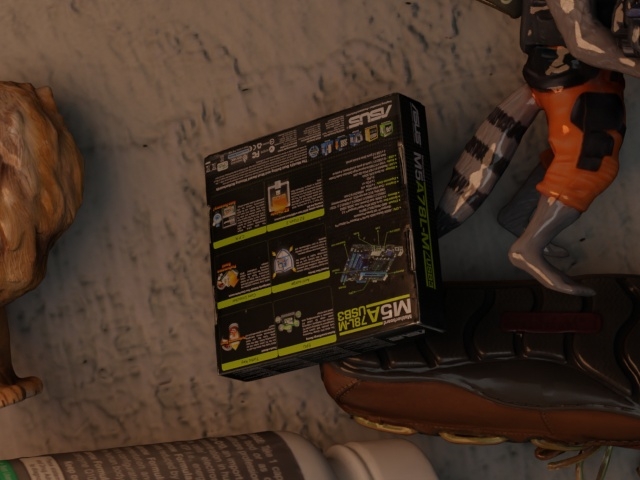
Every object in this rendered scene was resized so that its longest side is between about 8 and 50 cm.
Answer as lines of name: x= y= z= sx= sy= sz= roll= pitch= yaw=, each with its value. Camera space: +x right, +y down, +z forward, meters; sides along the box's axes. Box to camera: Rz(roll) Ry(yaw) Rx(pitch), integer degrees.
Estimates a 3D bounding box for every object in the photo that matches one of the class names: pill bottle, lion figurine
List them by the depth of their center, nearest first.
pill bottle: x=-0.093 y=0.251 z=1.470 sx=0.361 sy=0.204 sz=0.204 roll=-5 pitch=98 yaw=-19
lion figurine: x=-0.353 y=0.040 z=1.527 sx=0.392 sy=0.142 sz=0.240 roll=-20 pitch=89 yaw=8

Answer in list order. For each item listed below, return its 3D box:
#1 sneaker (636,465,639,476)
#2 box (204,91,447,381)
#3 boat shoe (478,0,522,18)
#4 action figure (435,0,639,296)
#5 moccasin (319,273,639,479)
sneaker: x=0.358 y=0.193 z=1.563 sx=0.192 sy=0.064 sz=0.086 roll=25 pitch=102 yaw=1
box: x=0.000 y=0.000 z=1.483 sx=0.191 sy=0.045 sz=0.184 roll=-17 pitch=70 yaw=32
boat shoe: x=0.028 y=-0.250 z=1.492 sx=0.305 sy=0.109 sz=0.091 roll=15 pitch=93 yaw=-4
action figure: x=0.183 y=-0.134 z=1.405 sx=0.179 sy=0.341 sz=0.330 roll=14 pitch=99 yaw=13
moccasin: x=0.190 y=0.113 z=1.522 sx=0.380 sy=0.147 sz=0.139 roll=-2 pitch=59 yaw=6
